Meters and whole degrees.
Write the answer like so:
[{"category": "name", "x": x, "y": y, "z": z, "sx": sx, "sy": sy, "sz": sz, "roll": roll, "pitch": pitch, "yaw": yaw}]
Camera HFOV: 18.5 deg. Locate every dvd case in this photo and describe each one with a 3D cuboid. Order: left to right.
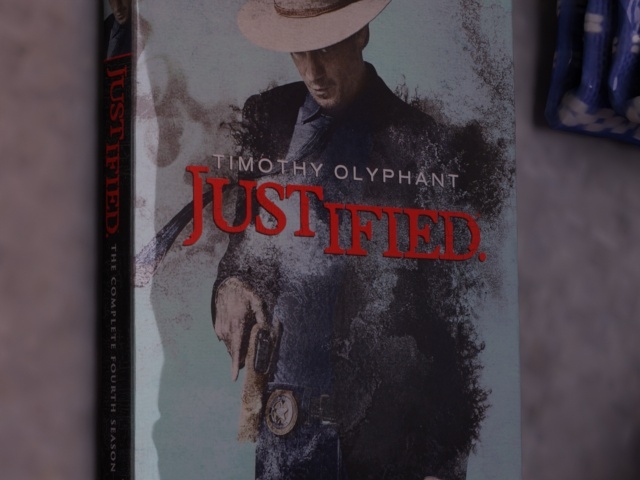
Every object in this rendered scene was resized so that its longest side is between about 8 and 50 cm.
[{"category": "dvd case", "x": 0.000, "y": 0.000, "z": 0.357, "sx": 0.087, "sy": 0.013, "sz": 0.119, "roll": 4, "pitch": 81, "yaw": -34}]

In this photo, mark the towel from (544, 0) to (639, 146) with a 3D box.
[{"category": "towel", "x": 0.151, "y": -0.170, "z": 0.475, "sx": 0.243, "sy": 0.040, "sz": 0.336, "roll": 9, "pitch": 81, "yaw": -36}]
